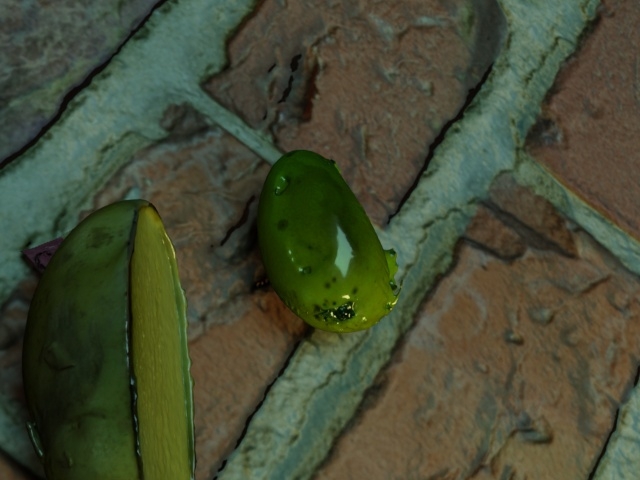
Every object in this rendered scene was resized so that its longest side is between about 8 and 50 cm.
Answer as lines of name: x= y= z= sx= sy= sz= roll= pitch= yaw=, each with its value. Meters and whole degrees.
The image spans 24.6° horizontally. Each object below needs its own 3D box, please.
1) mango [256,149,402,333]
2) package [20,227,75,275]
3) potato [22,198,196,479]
mango: x=-0.001 y=0.000 z=1.239 sx=0.119 sy=0.100 sz=0.178 roll=40 pitch=26 yaw=-54
package: x=-0.192 y=0.029 z=1.161 sx=0.059 sy=0.029 sz=0.083 roll=-28 pitch=73 yaw=-31
potato: x=-0.162 y=0.102 z=1.069 sx=0.111 sy=0.160 sz=0.272 roll=-9 pitch=69 yaw=10
